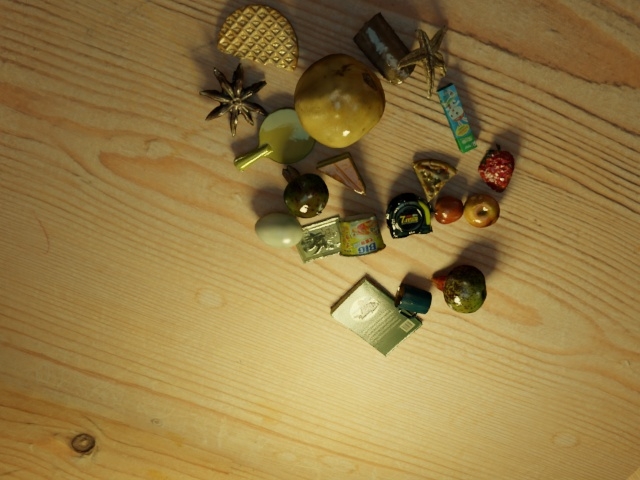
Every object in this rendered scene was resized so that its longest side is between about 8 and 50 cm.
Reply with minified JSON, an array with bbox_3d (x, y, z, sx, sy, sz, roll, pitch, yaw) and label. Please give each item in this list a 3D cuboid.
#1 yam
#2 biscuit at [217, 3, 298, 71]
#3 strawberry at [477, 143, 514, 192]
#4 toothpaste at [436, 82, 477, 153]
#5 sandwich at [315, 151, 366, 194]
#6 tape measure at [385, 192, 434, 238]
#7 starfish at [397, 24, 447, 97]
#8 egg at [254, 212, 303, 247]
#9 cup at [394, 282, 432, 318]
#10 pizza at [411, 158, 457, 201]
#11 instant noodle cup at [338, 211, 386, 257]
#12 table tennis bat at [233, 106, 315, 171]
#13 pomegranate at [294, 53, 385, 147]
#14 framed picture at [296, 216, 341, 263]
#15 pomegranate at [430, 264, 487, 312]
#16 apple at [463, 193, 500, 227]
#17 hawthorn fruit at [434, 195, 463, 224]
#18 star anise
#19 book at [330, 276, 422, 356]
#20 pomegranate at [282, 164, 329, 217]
[{"bbox_3d":[0.240,-0.685,1.573,0.238,0.128,0.129,46,142,-9],"label":"yam"},{"bbox_3d":[-0.223,-0.763,1.616,0.309,0.040,0.204,15,113,-3],"label":"biscuit"},{"bbox_3d":[0.710,-0.281,1.736,0.141,0.085,0.192,11,115,-3],"label":"strawberry"},{"bbox_3d":[0.530,-0.472,1.683,0.065,0.050,0.266,-25,110,11],"label":"toothpaste"},{"bbox_3d":[0.088,-0.254,1.771,0.144,0.117,0.187,-22,111,15],"label":"sandwich"},{"bbox_3d":[0.371,-0.109,1.817,0.199,0.112,0.186,-10,119,2],"label":"tape measure"},{"bbox_3d":[0.385,-0.638,1.554,0.295,0.048,0.231,-43,122,-26],"label":"starfish"},{"bbox_3d":[-0.179,-0.045,1.856,0.210,0.151,0.151,12,113,4],"label":"egg"},{"bbox_3d":[0.418,0.277,1.983,0.138,0.113,0.150,17,142,-5],"label":"cup"},{"bbox_3d":[0.444,-0.249,1.757,0.185,0.036,0.176,21,85,2],"label":"pizza"},{"bbox_3d":[0.168,-0.029,1.829,0.205,0.205,0.152,-8,102,7],"label":"instant noodle cup"},{"bbox_3d":[-0.191,-0.390,1.768,0.369,0.054,0.224,-29,115,12],"label":"table tennis bat"},{"bbox_3d":[0.066,-0.491,1.565,0.333,0.332,0.332,1,113,3],"label":"pomegranate"},{"bbox_3d":[0.000,0.000,1.939,0.232,0.010,0.172,-18,111,11],"label":"framed picture"},{"bbox_3d":[0.600,0.203,1.907,0.248,0.214,0.214,18,119,37],"label":"pomegranate"},{"bbox_3d":[0.662,-0.119,1.781,0.147,0.146,0.146,1,113,3],"label":"apple"},{"bbox_3d":[0.530,-0.125,1.798,0.128,0.128,0.127,1,113,3],"label":"hawthorn fruit"},{"bbox_3d":[-0.329,-0.542,1.693,0.289,0.088,0.287,-4,119,-7],"label":"star anise"},{"bbox_3d":[0.264,0.368,2.063,0.371,0.043,0.260,40,107,-14],"label":"book"},{"bbox_3d":[-0.073,-0.202,1.770,0.202,0.202,0.247,-43,78,18],"label":"pomegranate"}]
